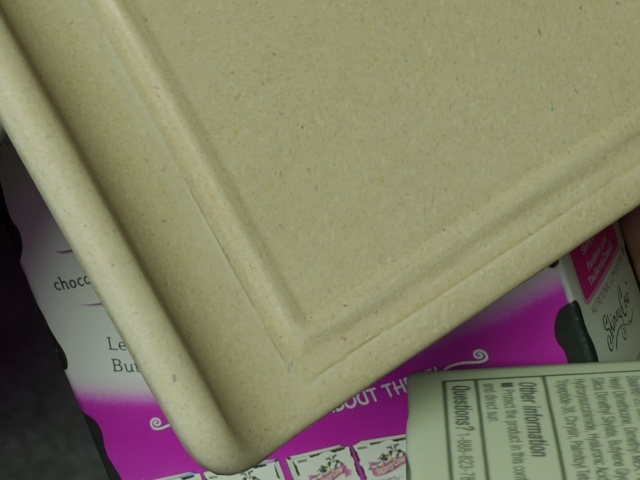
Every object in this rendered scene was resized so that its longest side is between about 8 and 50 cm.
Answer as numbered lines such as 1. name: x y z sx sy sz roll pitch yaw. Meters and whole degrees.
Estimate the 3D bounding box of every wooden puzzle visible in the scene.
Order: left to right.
1. wooden puzzle: 0.011 -0.098 0.423 0.044 0.238 0.221 -9 111 62

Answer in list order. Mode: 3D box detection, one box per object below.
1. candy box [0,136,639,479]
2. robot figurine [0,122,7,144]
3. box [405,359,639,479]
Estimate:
1. candy box: 0.000 0.000 0.536 0.159 0.071 0.233 -13 106 24
2. robot figurine: -0.217 -0.052 0.485 0.353 0.200 0.300 18 155 50
3. box: 0.176 0.102 0.424 0.311 0.148 0.121 -3 110 5
